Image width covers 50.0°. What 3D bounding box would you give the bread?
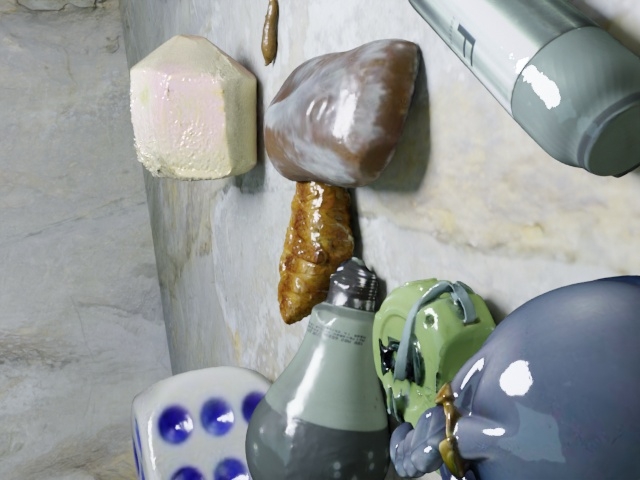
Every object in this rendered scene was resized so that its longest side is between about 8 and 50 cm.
[{"bbox_3d":[0.000,0.000,0.897,0.105,0.076,0.233,21,105,57],"label":"bread"}]

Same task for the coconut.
[{"bbox_3d":[-0.224,-0.235,1.205,0.233,0.233,0.245,-147,50,-63],"label":"coconut"}]

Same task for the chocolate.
[{"bbox_3d":[0.001,-0.147,0.774,0.254,0.080,0.156,14,88,64],"label":"chocolate"}]

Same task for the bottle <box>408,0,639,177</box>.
[{"bbox_3d":[0.144,-0.140,0.495,0.096,0.079,0.253,49,-169,-48],"label":"bottle"}]

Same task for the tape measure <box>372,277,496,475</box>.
[{"bbox_3d":[0.107,0.114,0.656,0.154,0.088,0.177,-154,62,-66],"label":"tape measure"}]

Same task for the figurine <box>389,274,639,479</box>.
[{"bbox_3d":[0.156,0.135,0.435,0.175,0.197,0.265,51,135,33],"label":"figurine"}]

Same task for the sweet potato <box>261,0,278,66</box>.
[{"bbox_3d":[-0.079,-0.326,1.071,0.026,0.026,0.115,-125,37,-50],"label":"sweet potato"}]

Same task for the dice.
[{"bbox_3d":[-0.203,0.431,1.305,0.304,0.277,0.304,115,144,-56],"label":"dice"}]

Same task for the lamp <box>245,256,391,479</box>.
[{"bbox_3d":[0.021,0.193,0.831,0.182,0.182,0.313,49,122,55],"label":"lamp"}]
